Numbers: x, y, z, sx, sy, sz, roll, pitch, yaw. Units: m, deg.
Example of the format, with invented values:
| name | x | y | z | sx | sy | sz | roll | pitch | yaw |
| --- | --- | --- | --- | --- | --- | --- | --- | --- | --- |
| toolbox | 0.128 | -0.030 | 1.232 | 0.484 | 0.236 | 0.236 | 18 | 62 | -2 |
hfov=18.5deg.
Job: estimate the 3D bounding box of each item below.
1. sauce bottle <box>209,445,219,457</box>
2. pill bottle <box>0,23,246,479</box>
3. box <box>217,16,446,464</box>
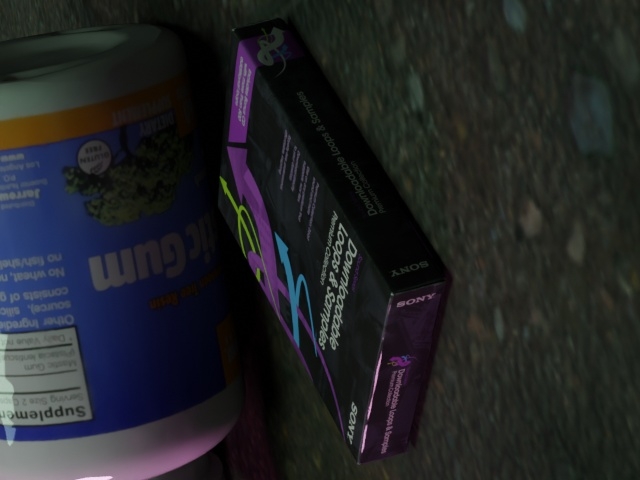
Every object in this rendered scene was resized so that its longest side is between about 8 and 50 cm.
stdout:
| name | x | y | z | sx | sy | sz | roll | pitch | yaw |
| --- | --- | --- | --- | --- | --- | --- | --- | --- | --- |
| sauce bottle | -0.081 | 0.114 | 1.120 | 0.042 | 0.042 | 0.128 | 178 | 80 | -70 |
| pill bottle | -0.121 | 0.036 | 1.011 | 0.152 | 0.152 | 0.272 | -154 | 51 | -64 |
| box | 0.000 | 0.000 | 0.843 | 0.162 | 0.029 | 0.116 | 58 | 154 | 35 |
